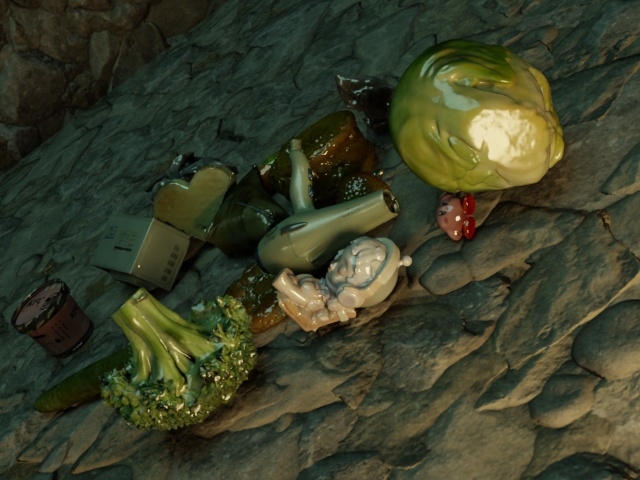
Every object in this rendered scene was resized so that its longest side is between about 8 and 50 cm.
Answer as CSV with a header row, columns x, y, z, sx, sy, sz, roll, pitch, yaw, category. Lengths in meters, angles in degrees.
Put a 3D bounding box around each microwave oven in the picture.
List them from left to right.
x,y,z,sx,sy,sz,roll,pitch,yaw,category
-0.416,0.027,2.167,0.208,0.122,0.162,9,74,51,microwave oven

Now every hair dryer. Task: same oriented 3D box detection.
x,y,z,sx,sy,sz,roll,pitch,yaw,category
0.022,-0.078,1.771,0.296,0.119,0.298,-3,66,37,hair dryer

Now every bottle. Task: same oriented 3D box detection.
x,y,z,sx,sy,sz,roll,pitch,yaw,category
-0.129,-0.146,2.193,0.187,0.069,0.069,-39,30,-2,bottle

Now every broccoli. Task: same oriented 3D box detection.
x,y,z,sx,sy,sz,roll,pitch,yaw,category
-0.258,0.216,1.672,0.235,0.260,0.288,-66,-4,29,broccoli

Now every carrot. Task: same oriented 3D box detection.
x,y,z,sx,sy,sz,roll,pitch,yaw,category
-0.465,0.289,1.936,0.358,0.074,0.074,-25,32,24,carrot

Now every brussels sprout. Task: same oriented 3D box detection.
x,y,z,sx,sy,sz,roll,pitch,yaw,category
0.279,-0.230,1.678,0.344,0.268,0.344,-11,25,5,brussels sprout

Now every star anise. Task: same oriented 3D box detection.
x,y,z,sx,sy,sz,roll,pitch,yaw,category
-0.356,-0.123,2.328,0.359,0.139,0.316,-29,31,30,star anise
0.144,-0.291,2.033,0.257,0.198,0.111,23,98,43,star anise

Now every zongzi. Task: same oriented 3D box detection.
x,y,z,sx,sy,sz,roll,pitch,yaw,category
-0.121,-0.083,2.043,0.221,0.112,0.242,-6,48,44,zongzi

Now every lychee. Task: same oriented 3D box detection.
x,y,z,sx,sy,sz,roll,pitch,yaw,category
0.085,-0.082,1.842,0.114,0.114,0.146,19,74,55,lychee

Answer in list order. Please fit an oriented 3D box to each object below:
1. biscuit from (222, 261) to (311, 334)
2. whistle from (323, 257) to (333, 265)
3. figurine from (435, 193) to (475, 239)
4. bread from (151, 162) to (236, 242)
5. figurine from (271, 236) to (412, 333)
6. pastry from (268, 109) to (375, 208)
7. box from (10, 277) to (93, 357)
x,y,z,sx,sy,sz,roll,pitch,yaw,category
-0.112,0.101,1.858,0.226,0.042,0.226,-27,31,18,biscuit
0.000,0.000,1.893,0.033,0.033,0.176,-30,31,10,whistle
0.241,-0.042,1.670,0.071,0.067,0.083,1,82,32,figurine
-0.273,-0.079,2.151,0.232,0.172,0.064,-24,2,24,bread
0.042,0.063,1.651,0.236,0.141,0.162,-25,27,18,figurine
0.004,-0.166,2.045,0.235,0.132,0.240,-24,24,37,pastry
-0.616,0.187,2.165,0.151,0.135,0.151,-28,28,16,box
